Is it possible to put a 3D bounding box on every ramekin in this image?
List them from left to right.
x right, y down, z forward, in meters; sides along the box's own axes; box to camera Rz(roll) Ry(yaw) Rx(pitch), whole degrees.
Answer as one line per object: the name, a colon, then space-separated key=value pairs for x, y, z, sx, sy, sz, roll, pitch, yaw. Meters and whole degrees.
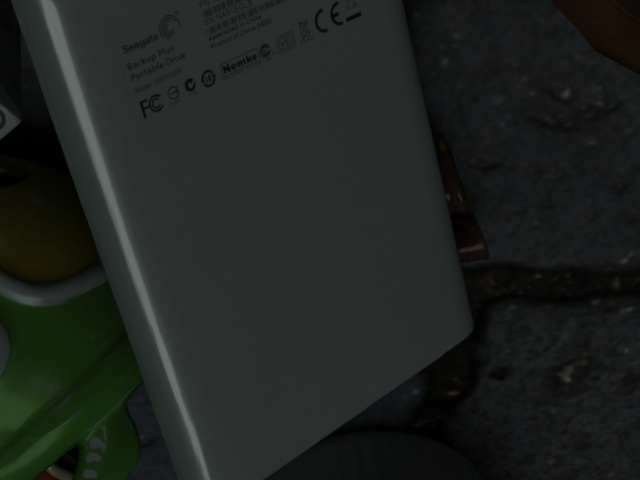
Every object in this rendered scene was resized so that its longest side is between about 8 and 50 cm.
ramekin: x=0.046 y=0.284 z=1.167 sx=0.273 sy=0.127 sz=0.272 roll=-4 pitch=130 yaw=-5

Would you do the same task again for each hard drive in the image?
hard drive: x=-0.031 y=-0.048 z=0.782 sx=0.233 sy=0.047 sz=0.353 roll=-31 pitch=118 yaw=-31

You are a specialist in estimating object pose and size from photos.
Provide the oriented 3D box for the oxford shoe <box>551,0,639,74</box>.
oxford shoe: x=0.230 y=-0.136 z=0.885 sx=0.212 sy=0.076 sz=0.076 roll=33 pitch=149 yaw=-33

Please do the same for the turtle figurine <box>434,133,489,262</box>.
turtle figurine: x=0.000 y=0.000 z=0.942 sx=0.217 sy=0.087 sz=0.269 roll=-20 pitch=130 yaw=9

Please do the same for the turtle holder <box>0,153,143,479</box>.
turtle holder: x=-0.204 y=0.050 z=0.853 sx=0.227 sy=0.243 sz=0.320 roll=48 pitch=138 yaw=-10

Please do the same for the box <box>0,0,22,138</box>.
box: x=-0.312 y=-0.052 z=0.783 sx=0.290 sy=0.169 sz=0.087 roll=-36 pitch=125 yaw=15

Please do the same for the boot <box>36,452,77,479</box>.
boot: x=-0.269 y=0.178 z=1.085 sx=0.084 sy=0.059 sz=0.158 roll=-43 pitch=124 yaw=11
